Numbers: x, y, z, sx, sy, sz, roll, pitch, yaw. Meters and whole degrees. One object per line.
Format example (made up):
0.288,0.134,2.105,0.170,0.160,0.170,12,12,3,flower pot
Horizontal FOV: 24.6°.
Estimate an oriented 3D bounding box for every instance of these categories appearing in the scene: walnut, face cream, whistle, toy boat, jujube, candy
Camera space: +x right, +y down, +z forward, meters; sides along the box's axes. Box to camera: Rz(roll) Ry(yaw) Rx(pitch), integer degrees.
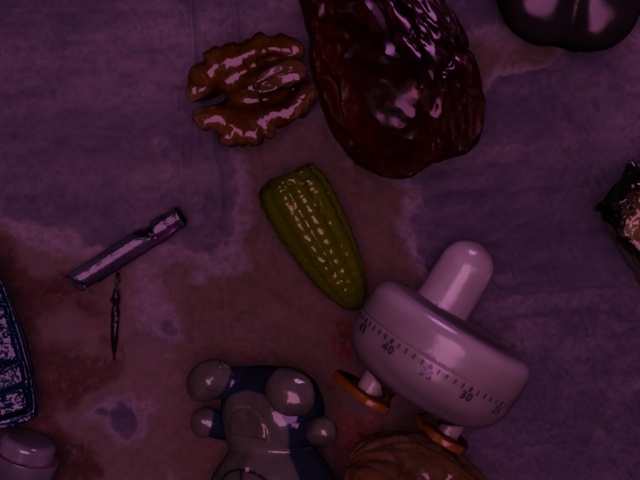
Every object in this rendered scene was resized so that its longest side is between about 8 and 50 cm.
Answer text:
0.130,0.356,1.888,0.245,0.198,0.198,41,92,-6,walnut
-0.090,-0.196,1.932,0.170,0.069,0.143,-17,91,-1,walnut
-0.396,0.305,1.939,0.091,0.091,0.095,17,99,0,face cream
-0.257,0.012,1.957,0.176,0.033,0.033,-33,92,0,whistle
-0.448,0.102,1.946,0.096,0.062,0.299,-17,93,1,toy boat
0.077,-0.248,1.873,0.216,0.216,0.342,-19,86,1,jujube
0.000,0.000,1.930,0.097,0.097,0.209,-29,98,1,candy

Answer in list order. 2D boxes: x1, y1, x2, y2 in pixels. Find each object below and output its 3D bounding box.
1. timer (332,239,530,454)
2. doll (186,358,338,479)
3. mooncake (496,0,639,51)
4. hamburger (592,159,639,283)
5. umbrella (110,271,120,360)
0.162,0.123,1.863,0.233,0.233,0.240,31,95,-1,timer
-0.070,0.288,1.910,0.228,0.154,0.258,0,84,33,doll
0.329,-0.364,1.898,0.245,0.133,0.245,0,99,0,mooncake
0.505,-0.010,1.899,0.211,0.132,0.309,-43,102,-1,hamburger
-0.275,0.101,1.969,0.013,0.022,0.122,0,104,-25,umbrella
